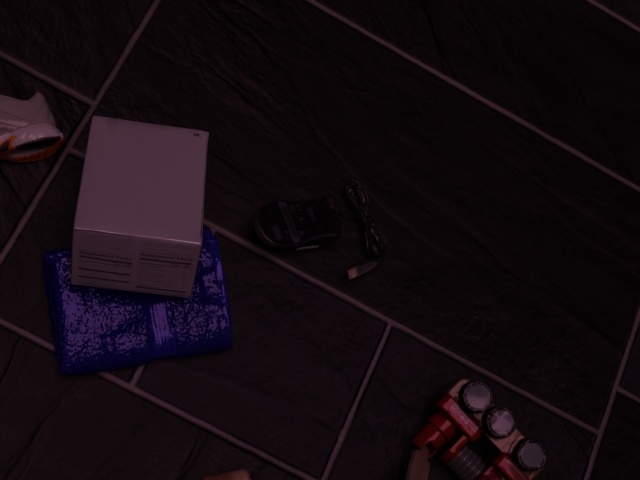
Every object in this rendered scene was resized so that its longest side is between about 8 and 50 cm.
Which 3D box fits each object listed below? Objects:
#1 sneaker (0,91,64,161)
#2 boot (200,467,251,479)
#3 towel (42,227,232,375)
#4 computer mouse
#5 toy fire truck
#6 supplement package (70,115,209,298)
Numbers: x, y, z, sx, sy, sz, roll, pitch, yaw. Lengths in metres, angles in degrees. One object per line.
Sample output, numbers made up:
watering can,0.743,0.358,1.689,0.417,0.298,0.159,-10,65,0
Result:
sneaker,-0.584,-0.191,1.844,0.262,0.099,0.121,-11,69,-28
boot,-0.174,0.519,1.764,0.207,0.090,0.248,-23,83,-10
towel,-0.310,0.099,1.840,0.308,0.076,0.228,-9,75,-20
computer mouse,0.000,0.000,1.981,0.262,0.060,0.184,-18,75,-33
toy fire truck,0.251,0.394,1.897,0.246,0.158,0.217,-42,90,-12
supplement package,-0.301,-0.059,1.798,0.204,0.145,0.262,7,48,-10
